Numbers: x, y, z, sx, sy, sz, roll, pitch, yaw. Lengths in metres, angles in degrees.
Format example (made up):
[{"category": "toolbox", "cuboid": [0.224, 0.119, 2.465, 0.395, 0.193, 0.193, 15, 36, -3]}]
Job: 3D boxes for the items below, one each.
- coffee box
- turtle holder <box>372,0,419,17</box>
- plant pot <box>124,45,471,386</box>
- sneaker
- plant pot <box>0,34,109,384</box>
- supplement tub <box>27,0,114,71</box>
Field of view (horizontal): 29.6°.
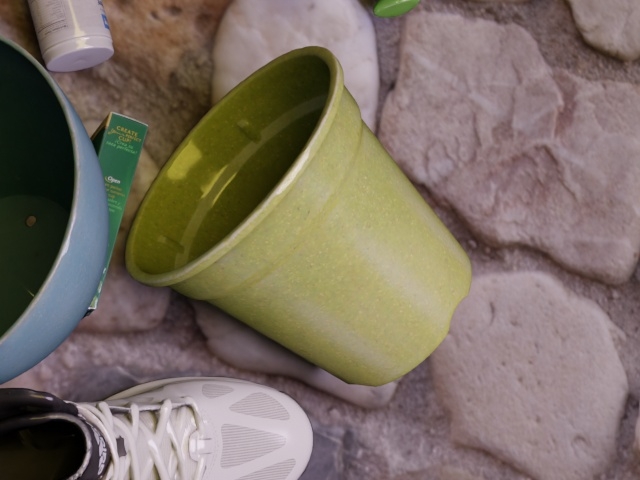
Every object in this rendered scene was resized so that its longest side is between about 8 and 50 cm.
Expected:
[{"category": "coffee box", "cuboid": [-0.214, -0.017, 1.119, 0.040, 0.113, 0.184, 19, 71, -19]}, {"category": "turtle holder", "cuboid": [0.093, -0.404, 1.303, 0.320, 0.243, 0.227, -7, 63, -19]}, {"category": "plant pot", "cuboid": [0.000, 0.000, 1.158, 0.254, 0.276, 0.276, 41, 62, -25]}, {"category": "sneaker", "cuboid": [-0.168, 0.199, 1.002, 0.447, 0.257, 0.169, -7, 80, -29]}, {"category": "plant pot", "cuboid": [-0.286, -0.001, 0.960, 0.290, 0.195, 0.290, -4, 73, 13]}, {"category": "supplement tub", "cuboid": [-0.247, -0.225, 1.178, 0.071, 0.071, 0.107, -14, 84, -29]}]
